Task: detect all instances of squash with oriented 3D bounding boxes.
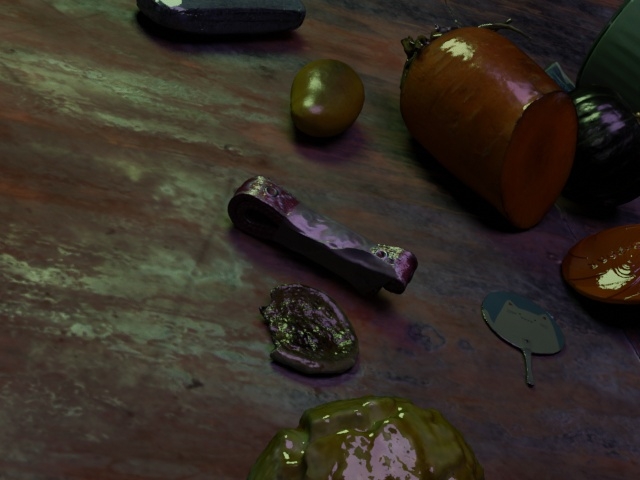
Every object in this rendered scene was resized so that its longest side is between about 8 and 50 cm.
[{"bbox_3d":[0.410,-0.141,1.891,0.193,0.155,0.193,35,48,-51],"label":"squash"}]

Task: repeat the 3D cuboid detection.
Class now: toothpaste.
[{"bbox_3d":[0.362,-0.242,2.114,0.069,0.047,0.268,24,27,21],"label":"toothpaste"}]

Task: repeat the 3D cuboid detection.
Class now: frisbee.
[{"bbox_3d":[0.414,0.021,1.698,0.192,0.035,0.192,-11,28,6],"label":"frisbee"}]

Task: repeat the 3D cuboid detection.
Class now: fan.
[{"bbox_3d":[0.248,0.119,1.560,0.113,0.005,0.175,20,33,-9],"label":"fan"}]

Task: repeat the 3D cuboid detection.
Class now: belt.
[{"bbox_3d":[0.000,0.000,1.506,0.232,0.071,0.053,27,39,7],"label":"belt"}]

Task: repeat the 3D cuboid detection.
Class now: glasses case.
[{"bbox_3d":[-0.142,-0.346,1.890,0.282,0.067,0.109,-7,41,-42],"label":"glasses case"}]

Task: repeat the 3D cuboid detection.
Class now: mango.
[{"bbox_3d":[0.004,-0.192,1.767,0.103,0.076,0.161,31,36,-1],"label":"mango"}]

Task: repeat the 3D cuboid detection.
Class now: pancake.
[{"bbox_3d":[-0.010,0.098,1.400,0.116,0.023,0.130,9,41,-25],"label":"pancake"}]

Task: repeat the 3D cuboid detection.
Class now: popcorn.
[{"bbox_3d":[0.034,0.226,1.093,0.221,0.204,0.184,-17,50,-28],"label":"popcorn"}]

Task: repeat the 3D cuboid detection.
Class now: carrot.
[{"bbox_3d":[0.220,-0.197,1.803,0.193,0.214,0.331,-10,44,-44],"label":"carrot"}]

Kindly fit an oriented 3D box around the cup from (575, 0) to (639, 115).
[{"bbox_3d":[0.645,-0.270,2.052,0.310,0.401,0.392,-41,71,-14],"label":"cup"}]
